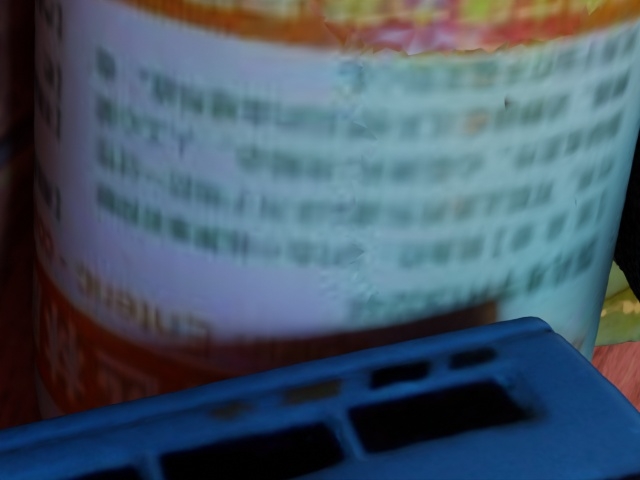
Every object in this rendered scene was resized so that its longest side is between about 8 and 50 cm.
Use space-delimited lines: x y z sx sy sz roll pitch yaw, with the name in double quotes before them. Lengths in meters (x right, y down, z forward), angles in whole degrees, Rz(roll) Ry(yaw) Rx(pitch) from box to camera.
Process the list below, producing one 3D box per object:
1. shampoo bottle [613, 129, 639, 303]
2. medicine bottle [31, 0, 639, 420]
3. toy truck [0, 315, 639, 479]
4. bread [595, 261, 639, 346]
"shampoo bottle" 0.155 -0.011 0.623 0.323 0.084 0.129 -104 -166 -66
"medicine bottle" 0.000 0.000 0.635 0.219 0.219 0.388 -35 139 -49
"toy truck" -0.079 0.147 0.464 0.385 0.162 0.161 -13 124 -11
"bread" 0.149 -0.082 0.897 0.196 0.239 0.252 -100 -169 -50
